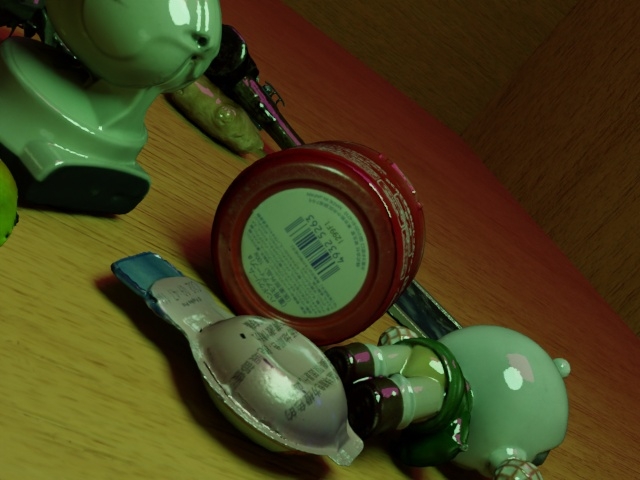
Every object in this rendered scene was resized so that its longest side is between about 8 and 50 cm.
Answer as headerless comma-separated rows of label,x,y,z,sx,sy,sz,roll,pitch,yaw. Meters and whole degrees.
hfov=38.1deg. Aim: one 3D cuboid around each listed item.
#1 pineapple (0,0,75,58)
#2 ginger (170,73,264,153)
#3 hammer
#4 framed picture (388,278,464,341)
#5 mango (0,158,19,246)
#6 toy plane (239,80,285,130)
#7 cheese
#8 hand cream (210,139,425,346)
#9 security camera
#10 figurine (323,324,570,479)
pineapple,-0.393,-0.303,1.074,0.364,0.165,0.165,31,18,-38
ginger,-0.167,-0.205,1.475,0.190,0.069,0.095,41,19,-2
hammer,-0.069,-0.181,1.591,0.409,0.095,0.242,52,0,1
framed picture,0.174,0.131,1.467,0.281,0.019,0.209,45,17,12
mango,-0.316,-0.040,0.632,0.232,0.111,0.125,2,28,-47
toy plane,-0.144,-0.287,1.783,0.096,0.060,0.235,2,44,-45
cheese,-0.074,0.106,0.865,0.286,0.074,0.189,39,15,7
hand cream,0.000,0.000,1.040,0.230,0.230,0.149,42,17,4
security camera,-0.218,-0.184,0.923,0.191,0.277,0.197,49,18,22
figurine,0.152,0.176,1.049,0.370,0.167,0.281,12,28,-44
